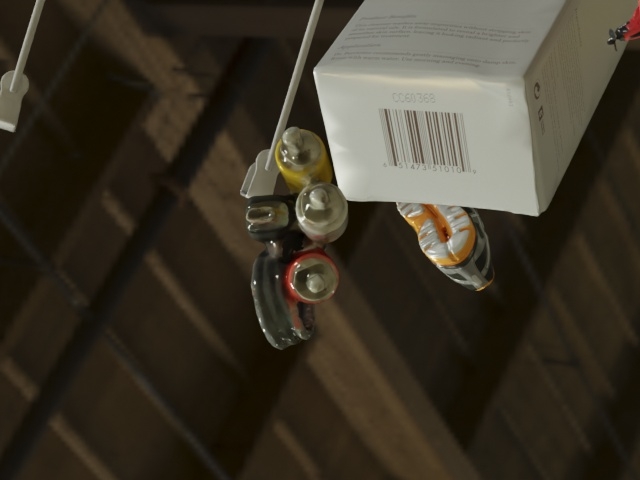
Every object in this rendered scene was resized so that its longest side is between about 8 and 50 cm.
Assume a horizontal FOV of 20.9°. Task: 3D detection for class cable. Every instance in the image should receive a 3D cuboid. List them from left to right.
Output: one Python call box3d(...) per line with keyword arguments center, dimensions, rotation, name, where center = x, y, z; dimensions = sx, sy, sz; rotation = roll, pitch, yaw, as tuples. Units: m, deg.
box3d(center=(0.000, 0.000, 1.204), dimensions=(0.287, 0.072, 0.139), rotation=(2, -98, -81), name="cable")

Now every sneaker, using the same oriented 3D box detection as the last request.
box3d(center=(0.145, -0.018, 1.971), dimensions=(0.083, 0.084, 0.215), rotation=(49, -162, -28), name="sneaker")

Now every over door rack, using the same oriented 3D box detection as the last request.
box3d(center=(-0.103, -0.197, 1.356), dimensions=(0.108, 0.239, 0.324), rotation=(-101, 29, -73), name="over door rack")

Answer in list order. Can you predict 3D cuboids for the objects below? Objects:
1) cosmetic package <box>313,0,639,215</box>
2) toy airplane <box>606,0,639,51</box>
box3d(center=(0.168, -0.199, 1.710), dimensions=(0.385, 0.217, 0.156), rotation=(-54, -39, -46), name="cosmetic package")
box3d(center=(0.302, -0.205, 1.443), dimensions=(0.151, 0.151, 0.028), rotation=(30, -153, -53), name="toy airplane")
